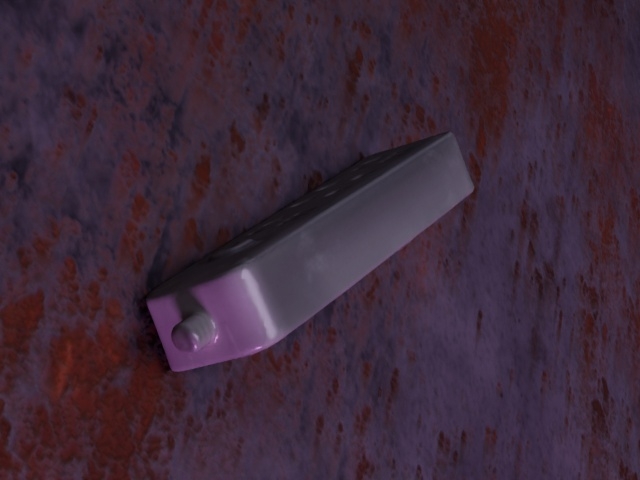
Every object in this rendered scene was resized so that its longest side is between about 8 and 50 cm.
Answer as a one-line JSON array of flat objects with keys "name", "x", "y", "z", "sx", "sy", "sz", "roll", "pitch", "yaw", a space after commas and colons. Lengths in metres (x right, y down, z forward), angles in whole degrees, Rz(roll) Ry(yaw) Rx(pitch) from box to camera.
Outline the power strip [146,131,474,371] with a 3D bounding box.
[{"name": "power strip", "x": 0.000, "y": 0.000, "z": 1.060, "sx": 0.385, "sy": 0.091, "sz": 0.062, "roll": -34, "pitch": 105, "yaw": -58}]
